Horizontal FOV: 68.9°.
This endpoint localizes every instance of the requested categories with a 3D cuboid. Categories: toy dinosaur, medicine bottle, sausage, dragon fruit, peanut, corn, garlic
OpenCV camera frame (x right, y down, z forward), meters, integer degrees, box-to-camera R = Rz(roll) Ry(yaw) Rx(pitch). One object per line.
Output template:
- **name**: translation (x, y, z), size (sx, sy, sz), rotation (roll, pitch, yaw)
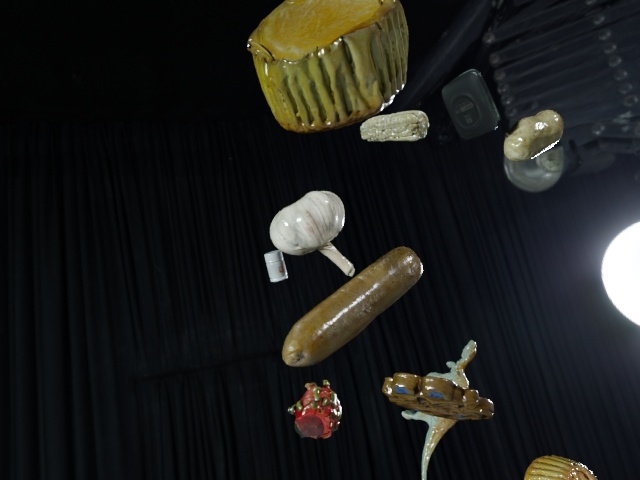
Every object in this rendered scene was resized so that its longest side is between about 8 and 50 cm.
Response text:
- **toy dinosaur**: translation (0.288, 0.436, 1.166), size (0.092, 0.393, 0.205), rotation (33, -31, -15)
- **medicine bottle**: translation (-0.137, 0.079, 1.441), size (0.057, 0.089, 0.057), rotation (-14, 6, 2)
- **sausage**: translation (0.090, 0.169, 1.211), size (0.500, 0.123, 0.136), rotation (-32, -5, -32)
- **dragon fruit**: translation (-0.013, 0.539, 1.497), size (0.166, 0.160, 0.172), rotation (20, 13, 6)
- **peanut**: translation (0.678, -0.335, 1.489), size (0.224, 0.129, 0.129), rotation (-28, -10, -16)
- **corn**: translation (0.211, -0.324, 1.328), size (0.087, 0.087, 0.210), rotation (2, 7, -41)
- **garlic**: translation (0.000, 0.000, 1.125), size (0.199, 0.226, 0.199), rotation (-36, 0, 0)

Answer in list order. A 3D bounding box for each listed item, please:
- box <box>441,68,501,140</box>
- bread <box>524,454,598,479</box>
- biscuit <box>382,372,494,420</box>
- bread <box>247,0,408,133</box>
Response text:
- **box**: translation (0.464, -0.417, 1.461), size (0.042, 0.201, 0.212), rotation (-33, 10, -14)
- **bread**: translation (0.746, 0.775, 1.389), size (0.274, 0.274, 0.149), rotation (-3, -37, -28)
- **biscuit**: translation (0.134, 0.188, 0.546), size (0.124, 0.026, 0.175), rotation (-2, -28, 28)
- **bread**: translation (0.014, -0.276, 0.699), size (0.227, 0.253, 0.142), rotation (-24, -46, -2)
